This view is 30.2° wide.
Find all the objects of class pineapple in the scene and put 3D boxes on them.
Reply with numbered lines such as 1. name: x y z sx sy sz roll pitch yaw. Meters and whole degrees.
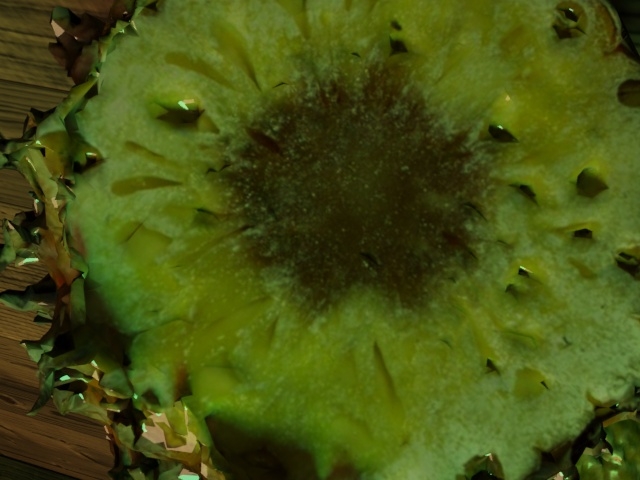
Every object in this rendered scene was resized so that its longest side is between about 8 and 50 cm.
1. pineapple: 0.000 0.003 0.622 0.352 0.352 0.300 24 164 -8

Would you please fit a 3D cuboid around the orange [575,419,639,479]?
1. orange: 0.137 0.188 1.073 0.368 0.210 0.271 22 146 2
